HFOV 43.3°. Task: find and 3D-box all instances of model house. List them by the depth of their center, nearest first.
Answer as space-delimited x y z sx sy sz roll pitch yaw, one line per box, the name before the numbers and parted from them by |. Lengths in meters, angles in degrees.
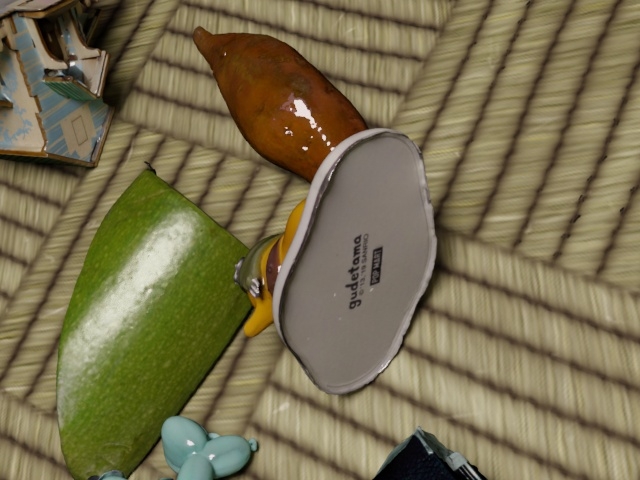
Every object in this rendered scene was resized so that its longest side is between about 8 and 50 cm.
model house | -0.325 -0.174 0.908 0.178 0.206 0.271 6 33 17

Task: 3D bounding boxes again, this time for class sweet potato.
sweet potato | -0.027 -0.125 0.820 0.112 0.112 0.359 -44 63 -1

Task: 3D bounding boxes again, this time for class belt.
belt | 0.120 0.229 0.611 0.078 0.151 0.198 -48 53 1

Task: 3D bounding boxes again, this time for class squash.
squash | -0.208 0.078 0.805 0.203 0.111 0.288 36 86 28

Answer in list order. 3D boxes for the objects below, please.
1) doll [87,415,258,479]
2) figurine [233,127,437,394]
doll | -0.124 0.215 0.711 0.160 0.059 0.158 -9 26 -17
figurine | 0.000 0.000 0.726 0.141 0.167 0.249 36 123 45
